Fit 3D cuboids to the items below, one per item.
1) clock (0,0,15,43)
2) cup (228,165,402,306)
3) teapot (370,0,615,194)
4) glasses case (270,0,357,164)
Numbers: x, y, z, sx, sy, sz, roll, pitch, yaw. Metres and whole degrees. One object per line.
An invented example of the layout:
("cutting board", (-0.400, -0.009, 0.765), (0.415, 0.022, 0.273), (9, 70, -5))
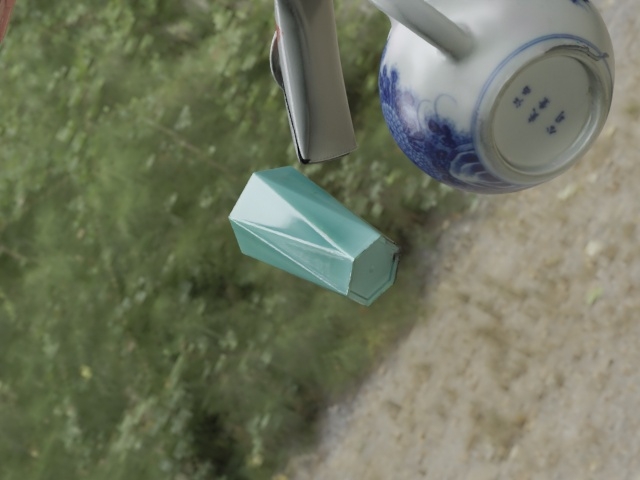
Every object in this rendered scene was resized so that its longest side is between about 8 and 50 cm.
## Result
("clock", (-0.458, -0.231, 1.405), (0.142, 0.241, 0.227), (123, 162, -44))
("cup", (0.000, 0.000, 1.916), (0.148, 0.235, 0.134), (-18, -53, -42))
("teapot", (0.172, -0.189, 1.443), (0.252, 0.424, 0.280), (-53, 37, 10))
("glasses case", (-0.022, -0.262, 1.983), (0.128, 0.083, 0.308), (-33, -57, -45))
